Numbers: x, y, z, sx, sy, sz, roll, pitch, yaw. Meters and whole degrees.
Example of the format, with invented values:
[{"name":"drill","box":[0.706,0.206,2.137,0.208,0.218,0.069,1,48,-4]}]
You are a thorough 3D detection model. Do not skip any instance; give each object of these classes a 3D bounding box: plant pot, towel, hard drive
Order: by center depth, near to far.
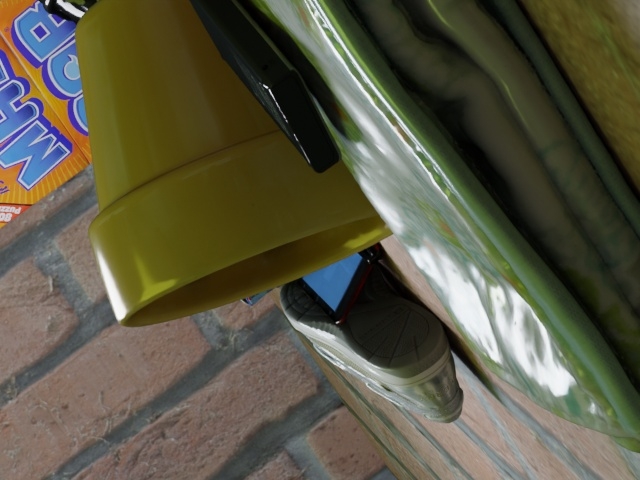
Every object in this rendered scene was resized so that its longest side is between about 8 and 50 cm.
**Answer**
[{"name":"towel","box":[0.070,-0.056,1.028,0.374,0.090,0.320,56,173,-15]},{"name":"hard drive","box":[-0.041,-0.112,1.107,0.135,0.022,0.094,52,175,38]},{"name":"plant pot","box":[-0.080,-0.085,1.388,0.254,0.254,0.239,104,145,-82]}]

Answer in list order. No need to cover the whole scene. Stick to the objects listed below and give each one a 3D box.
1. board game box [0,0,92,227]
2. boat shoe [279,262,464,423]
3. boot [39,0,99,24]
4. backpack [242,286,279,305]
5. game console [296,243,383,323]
[{"name":"board game box","box":[-0.498,-0.317,2.681,0.356,0.356,0.356,48,172,40]},{"name":"boat shoe","box":[0.054,0.102,1.930,0.320,0.118,0.103,31,153,58]},{"name":"boot","box":[-0.135,-0.192,1.666,0.260,0.131,0.348,38,-168,-3]},{"name":"backpack","box":[-0.076,-0.020,2.008,0.158,0.117,0.173,72,180,-69]},{"name":"game console","box":[0.000,0.000,1.897,0.124,0.085,0.144,57,173,-28]}]
